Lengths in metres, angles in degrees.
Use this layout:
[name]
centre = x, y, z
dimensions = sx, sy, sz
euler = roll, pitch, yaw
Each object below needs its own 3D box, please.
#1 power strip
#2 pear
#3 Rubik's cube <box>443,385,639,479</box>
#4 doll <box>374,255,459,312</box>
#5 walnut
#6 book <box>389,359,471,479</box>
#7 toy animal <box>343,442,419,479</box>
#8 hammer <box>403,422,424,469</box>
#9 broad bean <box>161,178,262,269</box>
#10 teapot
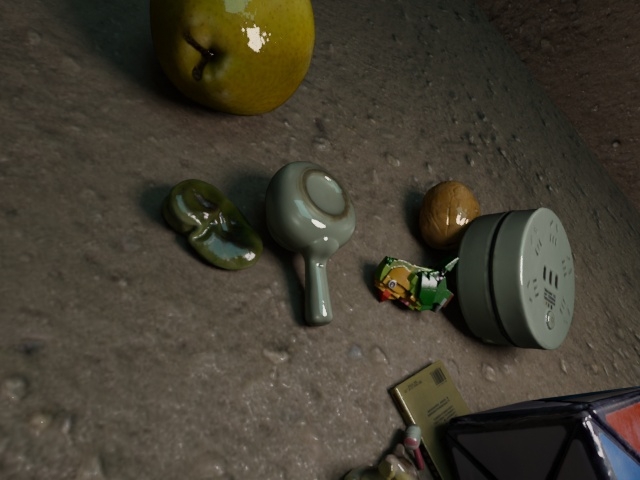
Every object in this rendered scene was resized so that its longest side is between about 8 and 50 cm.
[power strip]
centre = 0.490, 0.081, 1.055
dimensions = 0.357, 0.161, 0.358
euler = 5, 82, -42
[pear]
centre = -0.185, -0.468, 0.956
dimensions = 0.362, 0.362, 0.418
euler = 27, 42, -16
[Rubik's cube]
centre = 0.450, 0.431, 0.748
dimensions = 0.306, 0.310, 0.305
euler = 2, 63, -34
[doll]
centre = 0.216, 0.092, 0.985
dimensions = 0.186, 0.106, 0.135
euler = 8, 95, -12
[walnut]
centre = 0.348, -0.064, 1.158
dimensions = 0.165, 0.165, 0.197
euler = 26, 45, -17
[book]
centre = 0.252, 0.377, 0.869
dimensions = 0.161, 0.026, 0.231
euler = -13, 67, -39
[toy animal]
centre = 0.139, 0.453, 0.680
dimensions = 0.168, 0.121, 0.233
euler = 15, 40, -46
[hammer]
centre = 0.179, 0.388, 0.799
dimensions = 0.052, 0.031, 0.083
euler = -31, 104, -65
[broad bean]
centre = -0.203, -0.031, 0.829
dimensions = 0.206, 0.072, 0.153
euler = 40, 46, -20
[teapot]
centre = -0.031, -0.012, 0.867
dimensions = 0.219, 0.149, 0.318
euler = 30, 46, -23
